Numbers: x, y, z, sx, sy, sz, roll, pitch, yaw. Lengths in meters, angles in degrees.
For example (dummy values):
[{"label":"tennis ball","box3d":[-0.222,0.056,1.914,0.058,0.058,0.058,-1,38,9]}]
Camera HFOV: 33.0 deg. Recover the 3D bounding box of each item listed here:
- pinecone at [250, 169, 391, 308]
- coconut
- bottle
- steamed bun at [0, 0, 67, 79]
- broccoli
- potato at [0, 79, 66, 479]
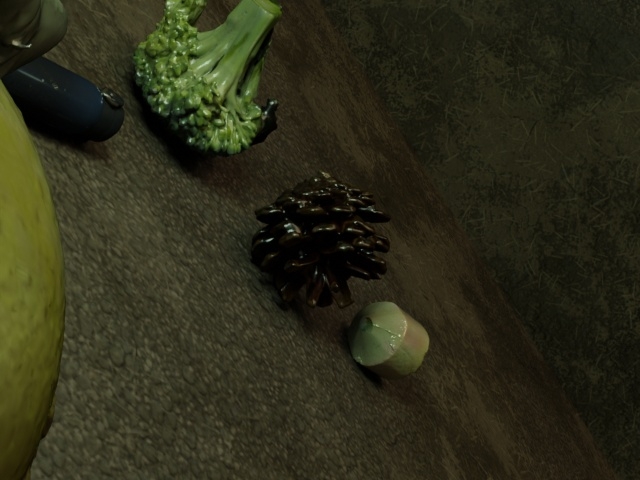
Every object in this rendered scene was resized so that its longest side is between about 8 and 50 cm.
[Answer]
[{"label":"pinecone","box3d":[0.001,0.003,1.622,0.229,0.202,0.201,-5,62,-52]},{"label":"coconut","box3d":[0.105,0.160,1.758,0.122,0.116,0.116,38,26,-39]},{"label":"bottle","box3d":[-0.329,-0.181,1.270,0.244,0.082,0.072,27,33,-57]},{"label":"steamed bun","box3d":[-0.408,-0.228,0.891,0.342,0.255,0.368,42,-7,-5]},{"label":"broccoli","box3d":[-0.145,-0.261,1.603,0.247,0.243,0.263,29,25,-30]},{"label":"potato","box3d":[-0.303,0.021,0.518,0.319,0.385,0.442,31,23,-50]}]
